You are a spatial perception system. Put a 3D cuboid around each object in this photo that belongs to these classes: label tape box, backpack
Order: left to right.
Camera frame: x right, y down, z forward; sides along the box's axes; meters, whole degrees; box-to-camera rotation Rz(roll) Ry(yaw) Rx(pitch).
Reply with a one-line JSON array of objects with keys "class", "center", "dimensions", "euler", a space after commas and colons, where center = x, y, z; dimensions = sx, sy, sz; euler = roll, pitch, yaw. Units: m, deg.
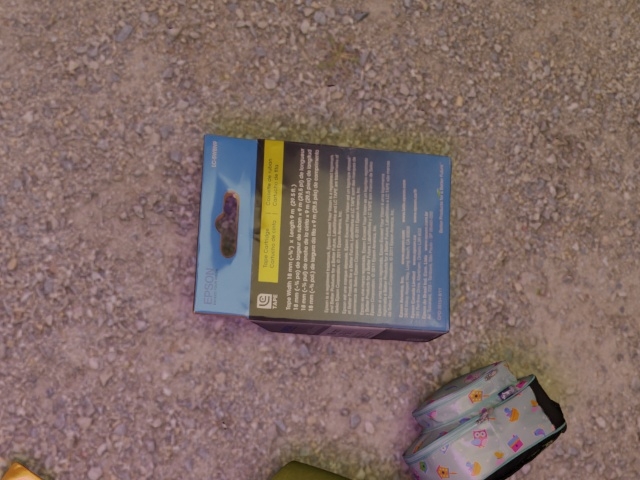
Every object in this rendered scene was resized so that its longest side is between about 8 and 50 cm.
[{"class": "label tape box", "center": [0.000, 0.000, 1.457], "dimensions": [0.334, 0.106, 0.240], "euler": [5, 77, -11]}, {"class": "backpack", "center": [0.195, 0.249, 1.414], "dimensions": [0.188, 0.166, 0.144], "euler": [-38, 86, -20]}]

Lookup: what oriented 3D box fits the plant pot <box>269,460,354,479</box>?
[{"class": "plant pot", "center": [0.041, 0.405, 1.317], "dimensions": [0.293, 0.275, 0.275], "euler": [37, 72, 14]}]

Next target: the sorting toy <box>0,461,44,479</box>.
[{"class": "sorting toy", "center": [-0.424, 0.416, 1.259], "dimensions": [0.196, 0.047, 0.347], "euler": [25, 75, -8]}]
